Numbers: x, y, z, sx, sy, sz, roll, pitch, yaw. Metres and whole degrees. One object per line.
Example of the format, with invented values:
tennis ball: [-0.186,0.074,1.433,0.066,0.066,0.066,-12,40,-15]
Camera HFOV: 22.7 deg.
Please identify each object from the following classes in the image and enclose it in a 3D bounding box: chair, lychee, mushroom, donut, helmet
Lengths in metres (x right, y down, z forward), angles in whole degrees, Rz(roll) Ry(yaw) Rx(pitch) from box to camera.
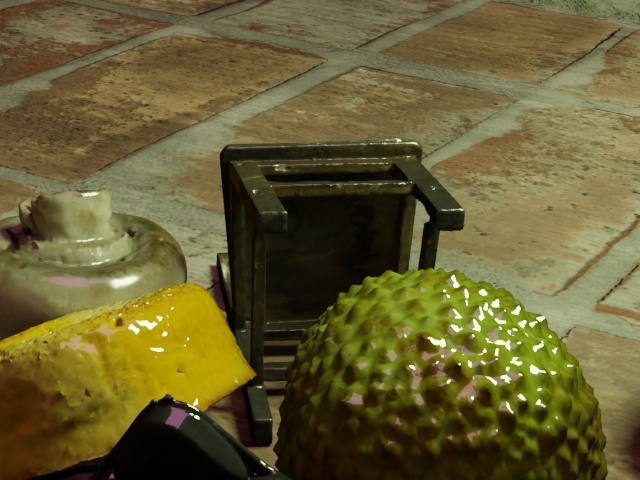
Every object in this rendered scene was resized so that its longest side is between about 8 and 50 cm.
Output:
chair: [0.000,0.000,1.623,0.203,0.241,0.416,-3,24,-8]
lychee: [0.092,0.163,1.228,0.269,0.270,0.320,-3,20,-14]
mushroom: [-0.243,0.029,1.605,0.226,0.178,0.226,10,17,-3]
donut: [-0.198,0.118,1.391,0.277,0.109,0.277,-18,4,1]
helmet: [-0.101,0.231,1.112,0.216,0.193,0.189,-2,33,22]

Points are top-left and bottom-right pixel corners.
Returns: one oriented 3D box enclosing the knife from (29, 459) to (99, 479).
knife: [-0.209,0.193,1.421,0.247,0.018,0.035,-16,27,-41]

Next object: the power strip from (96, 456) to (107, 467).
power strip: [-0.138,0.231,1.304,0.137,0.044,0.216,4,22,1]
